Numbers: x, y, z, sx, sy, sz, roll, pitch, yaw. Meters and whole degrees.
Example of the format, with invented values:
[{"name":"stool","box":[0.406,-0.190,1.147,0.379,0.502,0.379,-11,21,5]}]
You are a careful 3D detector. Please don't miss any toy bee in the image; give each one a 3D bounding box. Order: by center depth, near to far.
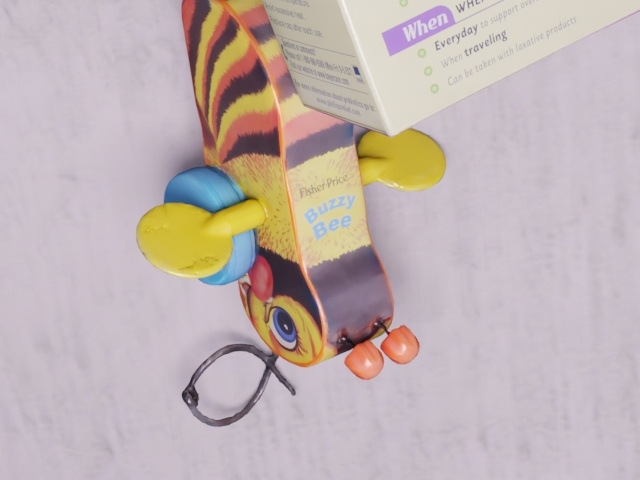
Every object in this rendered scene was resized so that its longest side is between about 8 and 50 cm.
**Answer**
[{"name":"toy bee","box":[0.000,0.000,1.129,0.162,0.195,0.298,31,154,43]}]

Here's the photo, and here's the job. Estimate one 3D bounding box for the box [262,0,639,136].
[{"name":"box","box":[0.060,-0.210,0.985,0.213,0.117,0.243,-28,112,-16]}]
